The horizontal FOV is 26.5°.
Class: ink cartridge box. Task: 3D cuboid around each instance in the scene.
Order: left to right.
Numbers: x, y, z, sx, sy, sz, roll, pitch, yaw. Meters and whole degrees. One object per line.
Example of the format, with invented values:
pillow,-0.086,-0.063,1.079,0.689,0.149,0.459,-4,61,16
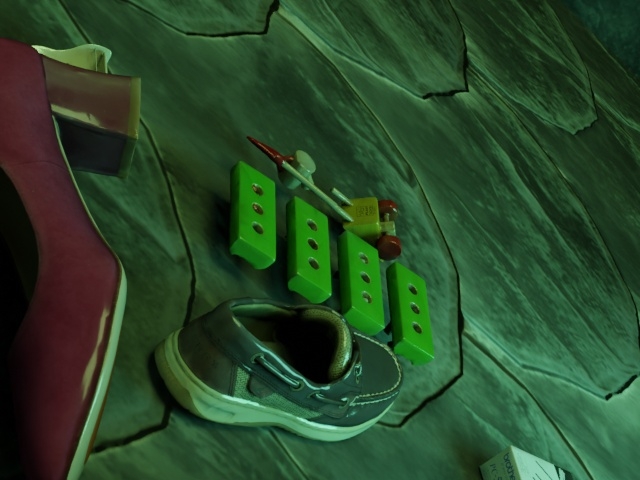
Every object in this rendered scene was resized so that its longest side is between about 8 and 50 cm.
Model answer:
ink cartridge box,0.220,0.300,1.274,0.097,0.046,0.207,27,35,-36

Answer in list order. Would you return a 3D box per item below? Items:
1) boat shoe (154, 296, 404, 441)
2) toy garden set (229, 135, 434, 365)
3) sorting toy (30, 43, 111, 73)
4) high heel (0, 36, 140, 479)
boat shoe,-0.010,0.100,1.129,0.285,0.092,0.102,14,44,-49
toy garden set,0.000,0.000,1.325,0.244,0.049,0.203,33,33,-28
sorting toy,-0.220,-0.137,1.174,0.075,0.045,0.083,22,38,-31
high heel,-0.228,0.008,0.953,0.181,0.127,0.377,9,45,-12
